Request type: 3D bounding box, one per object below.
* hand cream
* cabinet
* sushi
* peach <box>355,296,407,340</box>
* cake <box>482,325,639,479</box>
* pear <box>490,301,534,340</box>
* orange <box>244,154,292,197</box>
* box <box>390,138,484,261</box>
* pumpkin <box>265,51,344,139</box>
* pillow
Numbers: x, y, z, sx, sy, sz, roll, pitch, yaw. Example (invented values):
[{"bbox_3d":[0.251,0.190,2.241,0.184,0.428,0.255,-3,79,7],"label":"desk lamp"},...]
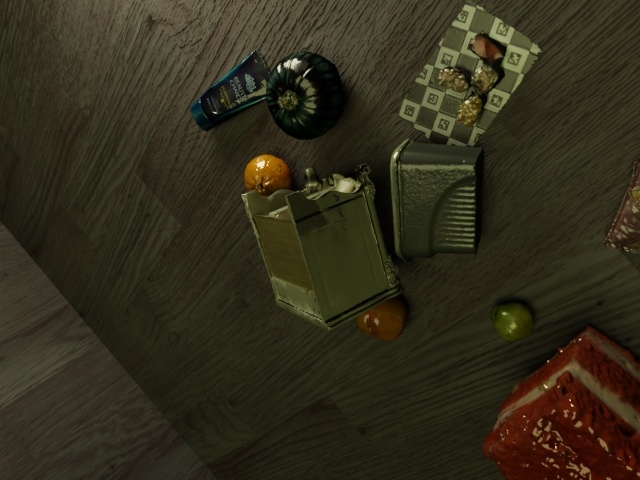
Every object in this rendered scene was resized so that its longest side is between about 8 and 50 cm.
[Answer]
[{"bbox_3d":[-0.235,-0.389,1.327,0.271,0.061,0.120,-22,95,31],"label":"hand cream"},{"bbox_3d":[0.000,0.000,1.196,0.290,0.228,0.317,11,121,61],"label":"cabinet"},{"bbox_3d":[0.290,-0.314,1.015,0.193,0.043,0.279,41,129,9],"label":"sushi"},{"bbox_3d":[0.158,0.200,1.314,0.138,0.138,0.138,15,121,27],"label":"peach"},{"bbox_3d":[0.546,0.384,1.027,0.270,0.320,0.269,43,132,15],"label":"cake"},{"bbox_3d":[0.440,0.187,1.146,0.097,0.092,0.092,21,123,23],"label":"pear"},{"bbox_3d":[-0.144,-0.164,1.335,0.136,0.118,0.135,12,113,30],"label":"orange"},{"bbox_3d":[0.259,-0.080,1.091,0.178,0.138,0.274,6,122,26],"label":"box"},{"bbox_3d":[-0.040,-0.337,1.161,0.202,0.140,0.201,14,117,29],"label":"pumpkin"},{"bbox_3d":[0.618,-0.055,0.930,0.118,0.043,0.184,16,124,17],"label":"pillow"}]
